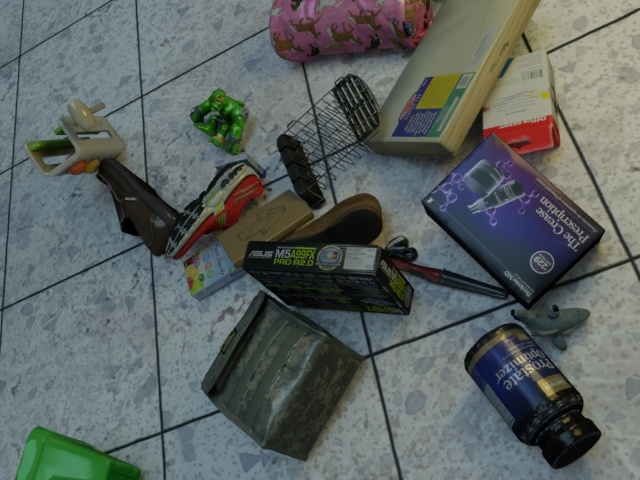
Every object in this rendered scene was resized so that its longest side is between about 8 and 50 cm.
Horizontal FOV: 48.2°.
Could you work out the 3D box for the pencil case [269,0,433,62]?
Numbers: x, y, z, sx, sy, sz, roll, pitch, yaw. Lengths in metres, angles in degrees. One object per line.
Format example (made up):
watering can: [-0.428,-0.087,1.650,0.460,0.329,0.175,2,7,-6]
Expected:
pencil case: [0.064,-0.520,1.691,0.386,0.160,0.167,3,76,30]

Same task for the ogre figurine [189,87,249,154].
ogre figurine: [-0.249,-0.309,1.806,0.118,0.097,0.197,-58,35,14]

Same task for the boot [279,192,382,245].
boot: [0.000,0.000,1.517,0.305,0.112,0.115,-28,24,20]

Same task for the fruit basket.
fruit basket: [-0.584,0.574,1.442,0.392,0.283,0.392,-4,65,8]

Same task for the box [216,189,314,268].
box: [-0.124,-0.030,1.566,0.201,0.021,0.164,-34,29,-5]

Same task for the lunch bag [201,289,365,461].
lunch bag: [-0.099,0.242,1.386,0.287,0.169,0.235,26,83,44]

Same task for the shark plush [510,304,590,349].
shark plush: [0.375,0.122,1.195,0.067,0.161,0.073,-47,31,40]

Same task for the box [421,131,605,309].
box: [0.338,-0.034,1.275,0.184,0.103,0.261,-46,71,4]

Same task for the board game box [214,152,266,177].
board game box: [-0.189,-0.169,1.695,0.090,0.090,0.020,-11,60,25]

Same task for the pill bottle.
pill bottle: [0.342,0.250,1.155,0.123,0.123,0.219,-40,52,6]

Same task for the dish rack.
dish rack: [0.024,-0.227,1.578,0.271,0.074,0.208,-40,53,24]

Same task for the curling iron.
curling iron: [0.232,0.056,1.373,0.274,0.035,0.068,23,78,36]

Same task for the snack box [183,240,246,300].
snack box: [-0.241,0.060,1.637,0.141,0.037,0.100,-29,55,12]

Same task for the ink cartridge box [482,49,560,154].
ink cartridge box: [0.395,-0.250,1.414,0.134,0.078,0.231,-9,61,27]

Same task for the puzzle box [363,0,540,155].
puzzle box: [0.271,-0.358,1.495,0.409,0.052,0.272,-60,30,-9]

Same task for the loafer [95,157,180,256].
loafer: [-0.470,-0.085,1.781,0.130,0.134,0.366,-50,52,-2]

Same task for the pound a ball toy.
pound a ball toy: [-0.599,-0.252,1.838,0.208,0.319,0.135,-32,95,11]

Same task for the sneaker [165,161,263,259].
sneaker: [-0.237,-0.049,1.641,0.279,0.118,0.107,-46,30,1]

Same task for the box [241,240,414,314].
box: [0.018,0.072,1.361,0.270,0.216,0.060,2,67,26]
